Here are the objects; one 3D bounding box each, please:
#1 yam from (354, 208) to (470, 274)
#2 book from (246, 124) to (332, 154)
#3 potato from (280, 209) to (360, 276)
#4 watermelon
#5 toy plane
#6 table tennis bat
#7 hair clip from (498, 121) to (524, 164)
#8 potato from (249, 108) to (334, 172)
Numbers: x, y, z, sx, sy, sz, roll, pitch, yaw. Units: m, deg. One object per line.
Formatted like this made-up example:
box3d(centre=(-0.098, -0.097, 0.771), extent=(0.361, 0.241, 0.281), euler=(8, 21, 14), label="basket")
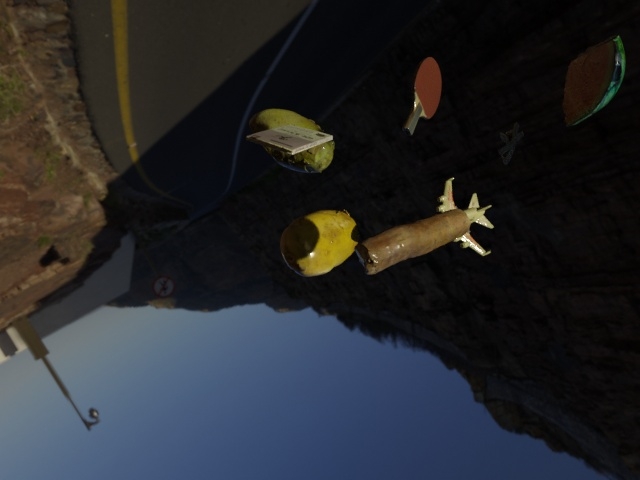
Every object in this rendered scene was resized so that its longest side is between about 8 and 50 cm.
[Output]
box3d(centre=(0.141, -0.003, 0.720), extent=(0.241, 0.057, 0.056), euler=(-19, 177, -40), label="yam")
box3d(centre=(-0.067, -0.234, 1.108), extent=(0.127, 0.014, 0.181), euler=(22, -150, 23), label="book")
box3d(centre=(0.000, 0.000, 1.350), extent=(0.300, 0.173, 0.140), euler=(-26, 162, -51), label="potato")
box3d(centre=(0.715, -0.404, 1.223), extent=(0.128, 0.231, 0.146), euler=(3, -168, 0), label="watermelon")
box3d(centre=(0.363, -0.052, 1.306), extent=(0.244, 0.229, 0.092), euler=(-19, 169, -27), label="toy plane")
box3d(centre=(0.245, -0.341, 1.165), extent=(0.019, 0.130, 0.220), euler=(7, -119, 39), label="table tennis bat")
box3d(centre=(0.338, -0.174, 0.883), extent=(0.039, 0.030, 0.115), euler=(-26, -163, 42), label="hair clip")
box3d(centre=(-0.095, -0.327, 1.588), extent=(0.176, 0.298, 0.141), euler=(-61, 177, 20), label="potato")
